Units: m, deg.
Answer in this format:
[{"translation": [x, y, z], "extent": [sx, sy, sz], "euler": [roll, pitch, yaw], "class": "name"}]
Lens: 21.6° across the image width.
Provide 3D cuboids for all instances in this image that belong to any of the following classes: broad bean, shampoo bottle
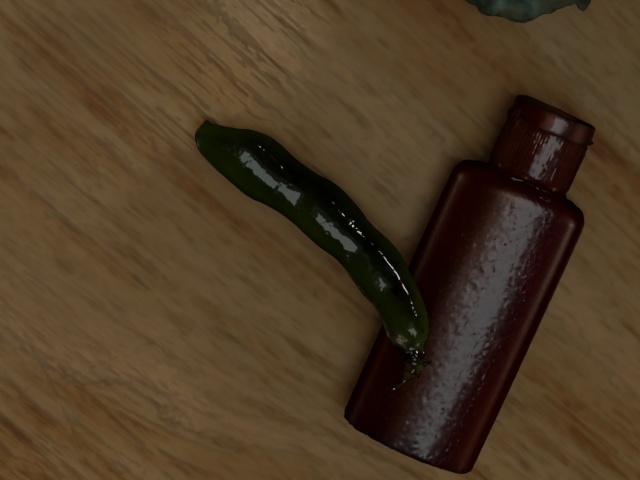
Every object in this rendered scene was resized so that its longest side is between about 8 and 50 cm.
[{"translation": [0.004, -0.002, 1.141], "extent": [0.069, 0.039, 0.227], "euler": [-38, 86, -26], "class": "broad bean"}, {"translation": [0.111, 0.028, 1.173], "extent": [0.102, 0.064, 0.260], "euler": [23, 101, 1], "class": "shampoo bottle"}]

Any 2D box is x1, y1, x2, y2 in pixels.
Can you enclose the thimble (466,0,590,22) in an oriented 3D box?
[{"translation": [0.129, -0.250, 1.032], "extent": [0.143, 0.198, 0.235], "euler": [-22, 101, 0], "class": "thimble"}]
